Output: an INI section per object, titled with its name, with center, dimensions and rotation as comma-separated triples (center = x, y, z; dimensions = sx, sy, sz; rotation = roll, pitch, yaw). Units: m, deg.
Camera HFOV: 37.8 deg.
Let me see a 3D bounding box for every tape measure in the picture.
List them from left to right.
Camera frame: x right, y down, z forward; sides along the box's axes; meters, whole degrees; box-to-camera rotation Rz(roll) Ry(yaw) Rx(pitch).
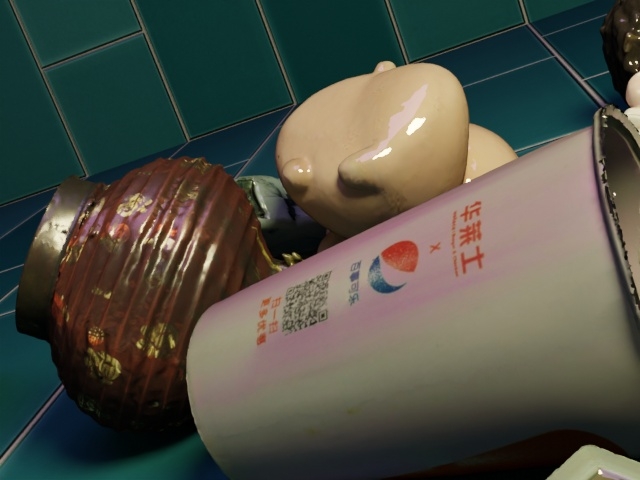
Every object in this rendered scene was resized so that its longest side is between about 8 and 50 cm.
[tape measure]
center = -0.088, 0.036, 1.025
dimensions = 0.164, 0.084, 0.330
rotation = -2, -28, -28

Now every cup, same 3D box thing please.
[cup]
center = 0.072, 0.060, 0.565
dimensions = 0.288, 0.203, 0.203
rotation = -20, 14, 27

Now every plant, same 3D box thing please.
[plant]
center = 0.425, -0.223, 1.069
dimensions = 0.204, 0.178, 0.234
rotation = -18, 9, 7

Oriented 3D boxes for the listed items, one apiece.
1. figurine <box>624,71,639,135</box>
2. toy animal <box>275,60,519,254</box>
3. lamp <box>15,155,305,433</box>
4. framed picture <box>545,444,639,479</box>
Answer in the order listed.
[figurine]
center = 0.263, -0.041, 0.694
dimensions = 0.257, 0.182, 0.144
rotation = -9, 3, 44
[toy animal]
center = 0.071, -0.046, 0.827
dimensions = 0.210, 0.221, 0.229
rotation = -5, 22, 36
[lamp]
center = -0.127, 0.047, 0.789
dimensions = 0.247, 0.247, 0.247
rotation = -19, 15, 5
[framed picture]
center = 0.109, 0.162, 0.285
dimensions = 0.216, 0.016, 0.273
rotation = 16, 28, 43
